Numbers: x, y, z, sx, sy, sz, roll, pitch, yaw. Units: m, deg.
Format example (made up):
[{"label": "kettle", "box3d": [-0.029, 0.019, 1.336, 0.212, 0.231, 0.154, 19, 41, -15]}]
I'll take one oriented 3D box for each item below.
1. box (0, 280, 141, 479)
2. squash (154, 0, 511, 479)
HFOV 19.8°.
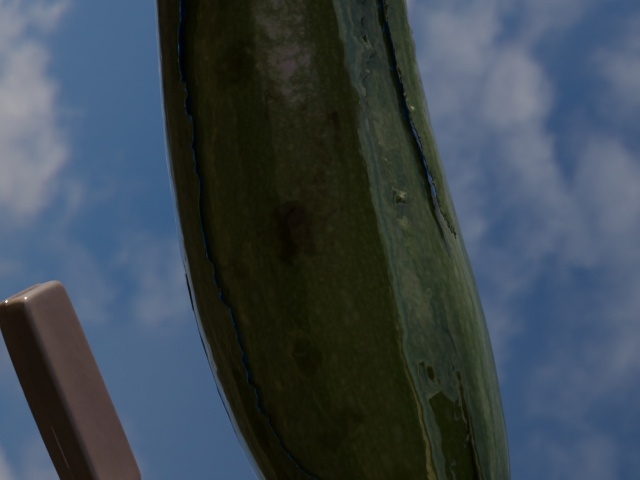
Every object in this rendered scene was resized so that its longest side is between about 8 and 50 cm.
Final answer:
[{"label": "box", "box3d": [-0.126, 0.078, 0.910, 0.025, 0.048, 0.115, -20, -84, 23]}, {"label": "squash", "box3d": [0.000, 0.000, 0.577, 0.094, 0.094, 0.341, -34, -118, 51]}]
